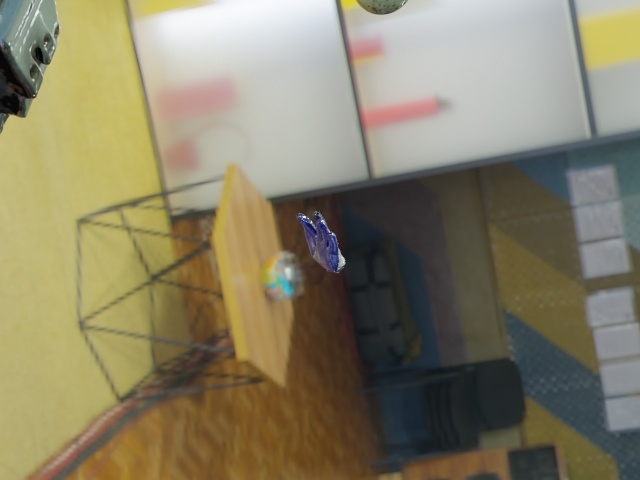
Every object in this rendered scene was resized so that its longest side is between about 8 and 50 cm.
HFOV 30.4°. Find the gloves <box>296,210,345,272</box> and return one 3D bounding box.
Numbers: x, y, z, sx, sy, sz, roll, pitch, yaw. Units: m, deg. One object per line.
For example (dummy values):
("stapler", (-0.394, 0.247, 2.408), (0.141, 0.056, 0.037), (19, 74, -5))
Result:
("gloves", (0.000, 0.000, 1.406), (0.064, 0.026, 0.086), (35, -25, 38))

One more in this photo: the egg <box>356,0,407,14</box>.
("egg", (0.081, -0.339, 1.494), (0.110, 0.085, 0.085), (103, -9, -49))

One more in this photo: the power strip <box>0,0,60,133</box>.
("power strip", (-0.398, -0.271, 1.551), (0.251, 0.092, 0.257), (86, 16, -59))
